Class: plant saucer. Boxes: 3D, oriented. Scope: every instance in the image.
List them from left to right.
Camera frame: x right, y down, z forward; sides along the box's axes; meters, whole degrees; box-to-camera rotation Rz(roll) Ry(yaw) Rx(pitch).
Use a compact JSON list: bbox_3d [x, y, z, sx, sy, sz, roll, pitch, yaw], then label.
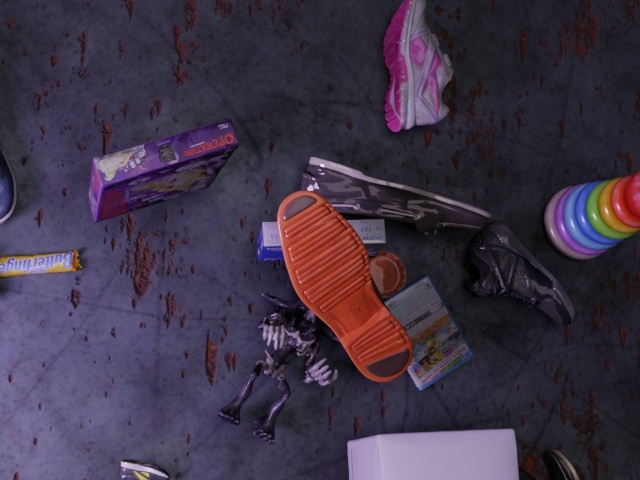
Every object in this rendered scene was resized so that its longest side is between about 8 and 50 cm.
[{"bbox_3d":[0.109,0.060,1.949,0.084,0.013,0.083,2,80,-11],"label":"plant saucer"}]

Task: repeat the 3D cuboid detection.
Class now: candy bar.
[{"bbox_3d":[-0.475,0.039,1.823,0.162,0.018,0.040,-4,81,-12],"label":"candy bar"}]

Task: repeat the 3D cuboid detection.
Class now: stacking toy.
[{"bbox_3d":[0.507,-0.060,1.893,0.141,0.330,0.141,2,79,-12],"label":"stacking toy"}]

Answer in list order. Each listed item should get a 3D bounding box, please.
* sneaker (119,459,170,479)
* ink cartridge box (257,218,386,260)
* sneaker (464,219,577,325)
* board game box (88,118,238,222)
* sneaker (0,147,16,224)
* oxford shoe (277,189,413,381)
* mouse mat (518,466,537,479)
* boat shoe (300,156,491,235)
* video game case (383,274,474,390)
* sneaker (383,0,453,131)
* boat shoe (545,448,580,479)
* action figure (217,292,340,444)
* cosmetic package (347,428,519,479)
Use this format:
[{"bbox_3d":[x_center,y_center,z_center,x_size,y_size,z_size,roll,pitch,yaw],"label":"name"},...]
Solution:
[{"bbox_3d":[-0.286,0.380,1.800,0.083,0.031,0.035,17,90,-5],"label":"sneaker"},{"bbox_3d":[0.000,0.000,1.886,0.207,0.097,0.046,-1,74,-9],"label":"ink cartridge box"},{"bbox_3d":[0.342,0.086,1.961,0.130,0.087,0.227,-43,88,-14],"label":"sneaker"},{"bbox_3d":[-0.253,-0.102,1.727,0.208,0.347,0.056,-14,86,-14],"label":"board game box"},{"bbox_3d":[-0.596,-0.185,1.769,0.131,0.148,0.350,-28,87,-16],"label":"sneaker"},{"bbox_3d":[0.023,0.067,1.812,0.130,0.133,0.363,-29,114,-4],"label":"oxford shoe"},{"bbox_3d":[0.281,0.459,1.919,0.153,0.007,0.189,37,75,-4],"label":"mouse mat"},{"bbox_3d":[0.126,-0.057,1.934,0.335,0.112,0.095,17,94,-4],"label":"boat shoe"},{"bbox_3d":[0.180,0.160,1.939,0.119,0.015,0.166,-31,92,-16],"label":"video game case"},{"bbox_3d":[0.179,-0.316,1.995,0.111,0.103,0.252,3,86,-16],"label":"sneaker"},{"bbox_3d":[0.425,0.438,1.928,0.049,0.056,0.152,-24,86,-20],"label":"boat shoe"},{"bbox_3d":[-0.052,0.191,1.825,0.164,0.141,0.275,32,75,-20],"label":"action figure"},{"bbox_3d":[0.176,0.378,1.793,0.224,0.224,0.138,0,79,-11],"label":"cosmetic package"}]
